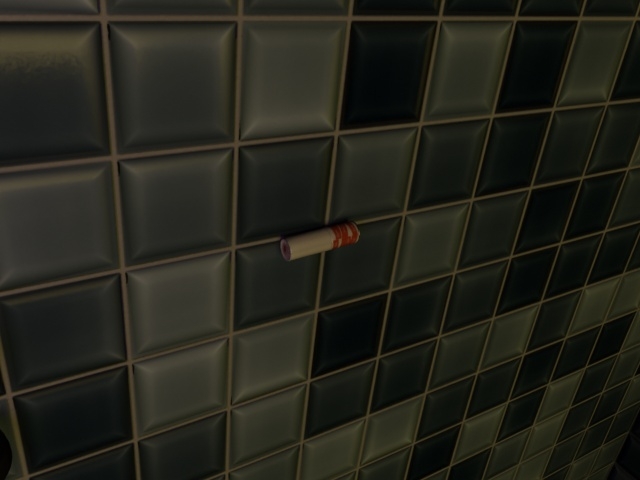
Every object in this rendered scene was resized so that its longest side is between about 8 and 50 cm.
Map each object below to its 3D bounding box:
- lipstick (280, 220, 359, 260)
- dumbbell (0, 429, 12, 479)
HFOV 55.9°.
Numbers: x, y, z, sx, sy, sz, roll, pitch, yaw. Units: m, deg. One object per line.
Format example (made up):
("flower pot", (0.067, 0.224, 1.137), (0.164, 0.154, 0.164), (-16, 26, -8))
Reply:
("lipstick", (0.000, 0.000, 0.980), (0.130, 0.038, 0.039), (-14, 125, -27))
("dumbbell", (-0.467, 0.228, 0.724), (0.143, 0.143, 0.326), (-16, 126, -27))
